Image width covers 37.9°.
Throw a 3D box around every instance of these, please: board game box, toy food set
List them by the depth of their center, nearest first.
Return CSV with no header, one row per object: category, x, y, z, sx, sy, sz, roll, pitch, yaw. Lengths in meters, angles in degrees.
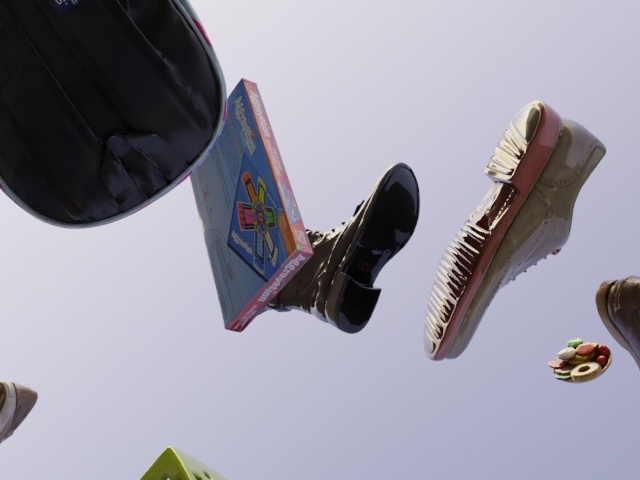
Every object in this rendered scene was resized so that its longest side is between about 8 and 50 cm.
board game box,-0.092,-0.048,1.092,0.145,0.027,0.281,-48,-137,32
toy food set,0.347,0.162,1.242,0.083,0.020,0.082,-41,-154,-31

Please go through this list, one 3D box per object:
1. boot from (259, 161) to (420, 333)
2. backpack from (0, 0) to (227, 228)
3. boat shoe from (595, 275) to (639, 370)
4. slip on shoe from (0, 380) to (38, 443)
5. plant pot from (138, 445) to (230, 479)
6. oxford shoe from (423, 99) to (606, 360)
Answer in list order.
boot,0.000,0.000,1.280,0.229,0.091,0.263,14,-106,48
backpack,-0.202,-0.142,0.776,0.225,0.254,0.191,-37,-173,-2
boat shoe,0.368,0.116,0.967,0.073,0.207,0.073,-9,-136,53
slip on shoe,-0.354,0.206,1.012,0.135,0.041,0.051,-56,-132,20
plant pot,-0.177,0.472,1.342,0.228,0.227,0.207,-53,-150,-7
oxford shoe,0.241,0.010,1.157,0.348,0.130,0.123,-64,-164,14
